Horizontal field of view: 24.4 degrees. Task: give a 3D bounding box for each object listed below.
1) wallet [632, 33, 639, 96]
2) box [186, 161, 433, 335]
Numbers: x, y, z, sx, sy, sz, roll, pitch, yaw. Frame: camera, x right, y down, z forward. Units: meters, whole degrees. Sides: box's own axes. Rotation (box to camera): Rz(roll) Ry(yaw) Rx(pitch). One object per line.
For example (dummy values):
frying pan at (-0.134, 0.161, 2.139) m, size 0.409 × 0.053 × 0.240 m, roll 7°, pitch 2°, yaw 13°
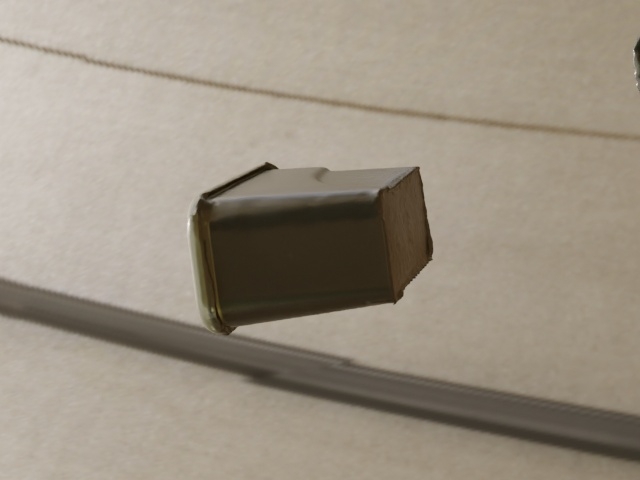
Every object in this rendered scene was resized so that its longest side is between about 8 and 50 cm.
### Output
wallet at (0.249, -0.049, 0.620) m, size 0.245 × 0.052 × 0.169 m, roll -22°, pitch -77°, yaw -18°
box at (0.000, 0.000, 1.380) m, size 0.274 × 0.178 × 0.138 m, roll -40°, pitch -57°, yaw -73°
